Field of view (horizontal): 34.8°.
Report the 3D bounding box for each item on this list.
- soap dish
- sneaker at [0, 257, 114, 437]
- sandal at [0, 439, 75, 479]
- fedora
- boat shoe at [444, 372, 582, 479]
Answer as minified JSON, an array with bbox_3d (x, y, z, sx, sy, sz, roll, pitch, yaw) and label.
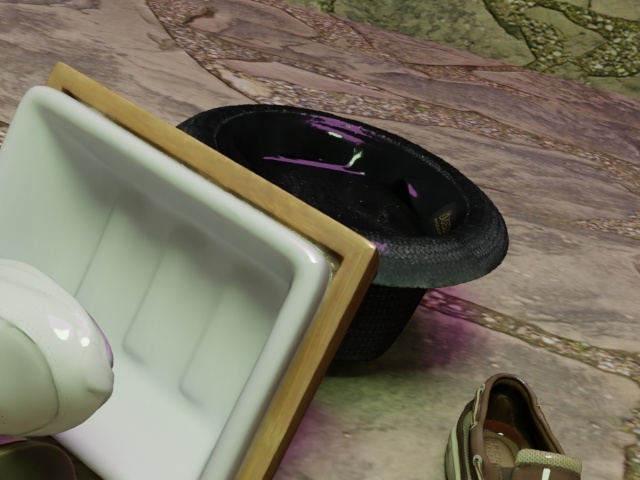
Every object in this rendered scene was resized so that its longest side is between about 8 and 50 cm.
[{"bbox_3d":[-0.114,0.038,0.706,0.291,0.229,0.118,31,12,27],"label":"soap dish"},{"bbox_3d":[-0.259,0.085,0.592,0.305,0.114,0.152,-1,25,26],"label":"sneaker"},{"bbox_3d":[-0.255,0.160,0.561,0.079,0.088,0.240,-3,2,39],"label":"sandal"},{"bbox_3d":[0.000,0.000,0.911,0.334,0.152,0.334,13,23,-6],"label":"fedora"},{"bbox_3d":[0.139,0.184,0.699,0.095,0.095,0.257,11,27,-13],"label":"boat shoe"}]
